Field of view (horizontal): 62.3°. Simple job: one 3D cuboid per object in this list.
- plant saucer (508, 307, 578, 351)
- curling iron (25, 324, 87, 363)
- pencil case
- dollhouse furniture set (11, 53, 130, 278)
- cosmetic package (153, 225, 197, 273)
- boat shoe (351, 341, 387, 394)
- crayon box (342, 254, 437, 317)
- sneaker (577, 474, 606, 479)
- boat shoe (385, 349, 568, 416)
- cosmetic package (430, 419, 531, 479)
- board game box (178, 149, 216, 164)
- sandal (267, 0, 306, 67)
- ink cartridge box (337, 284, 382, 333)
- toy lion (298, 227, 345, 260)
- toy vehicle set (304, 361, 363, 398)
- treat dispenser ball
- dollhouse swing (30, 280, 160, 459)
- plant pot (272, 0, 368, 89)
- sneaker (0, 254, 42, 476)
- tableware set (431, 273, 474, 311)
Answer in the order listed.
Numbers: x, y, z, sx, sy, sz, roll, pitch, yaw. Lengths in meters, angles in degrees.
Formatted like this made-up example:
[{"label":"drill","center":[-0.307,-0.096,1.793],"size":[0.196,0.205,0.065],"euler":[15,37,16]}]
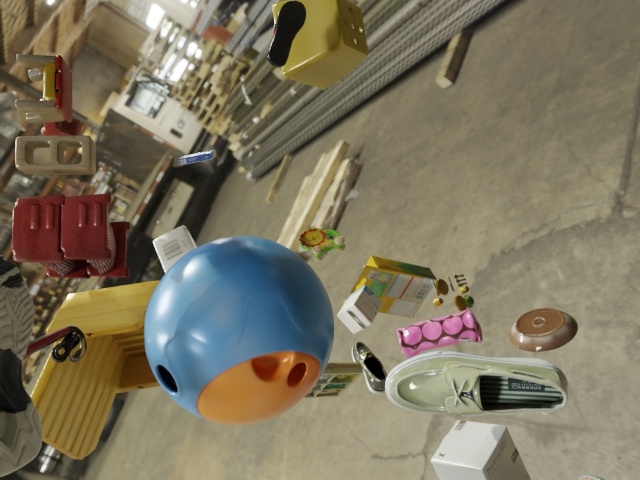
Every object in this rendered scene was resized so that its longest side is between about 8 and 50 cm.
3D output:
[{"label":"plant saucer","center":[0.665,0.259,1.598],"size":[0.199,0.036,0.198],"euler":[-22,21,9]},{"label":"curling iron","center":[-0.510,0.207,0.890],"size":[0.035,0.068,0.274],"euler":[-34,-8,27]},{"label":"pencil case","center":[0.302,0.243,1.349],"size":[0.209,0.095,0.098],"euler":[-20,40,18]},{"label":"dollhouse furniture set","center":[-0.448,-0.124,0.980],"size":[0.201,0.152,0.373],"euler":[135,132,-75]},{"label":"cosmetic package","center":[-0.285,0.090,1.201],"size":[0.086,0.231,0.117],"euler":[-28,51,-9]},{"label":"boat shoe","center":[0.178,0.436,1.877],"size":[0.227,0.081,0.068],"euler":[-120,37,-49]},{"label":"crayon box","center":[0.253,0.175,2.010],"size":[0.203,0.323,0.083],"euler":[-63,29,28]},{"label":"sneaker","center":[0.759,0.676,1.260],"size":[0.302,0.121,0.108],"euler":[38,112,62]},{"label":"boat shoe","center":[0.256,0.242,0.892],"size":[0.094,0.303,0.109],"euler":[4,-101,-74]},{"label":"cosmetic package","center":[0.403,0.577,1.326],"size":[0.152,0.183,0.151],"euler":[-12,20,48]},{"label":"board game box","center":[-0.338,-0.229,1.461],"size":[0.090,0.090,0.020],"euler":[-107,6,-75]},{"label":"sandal","center":[-0.089,-0.505,1.294],"size":[0.040,0.067,0.179],"euler":[4,72,66]},{"label":"ink cartridge box","center":[0.130,0.237,1.787],"size":[0.090,0.092,0.143],"euler":[-39,6,37]},{"label":"toy lion","center":[0.000,0.000,1.329],"size":[0.100,0.034,0.096],"euler":[-22,47,-13]},{"label":"toy vehicle set","center":[-0.028,0.412,1.550],"size":[0.166,0.267,0.035],"euler":[-57,38,42]},{"label":"treat dispenser ball","center":[-0.122,0.137,0.825],"size":[0.288,0.288,0.288],"euler":[-47,25,30]},{"label":"dollhouse swing","center":[-0.479,0.331,1.299],"size":[0.346,0.315,0.304],"euler":[83,178,-52]},{"label":"plant pot","center":[0.015,-0.577,1.505],"size":[0.187,0.212,0.212],"euler":[-11,87,34]},{"label":"sneaker","center":[-0.389,0.133,0.583],"size":[0.153,0.234,0.094],"euler":[-9,6,32]},{"label":"tableware set","center":[0.355,0.148,1.429],"size":[0.024,0.154,0.103],"euler":[-35,69,45]}]
